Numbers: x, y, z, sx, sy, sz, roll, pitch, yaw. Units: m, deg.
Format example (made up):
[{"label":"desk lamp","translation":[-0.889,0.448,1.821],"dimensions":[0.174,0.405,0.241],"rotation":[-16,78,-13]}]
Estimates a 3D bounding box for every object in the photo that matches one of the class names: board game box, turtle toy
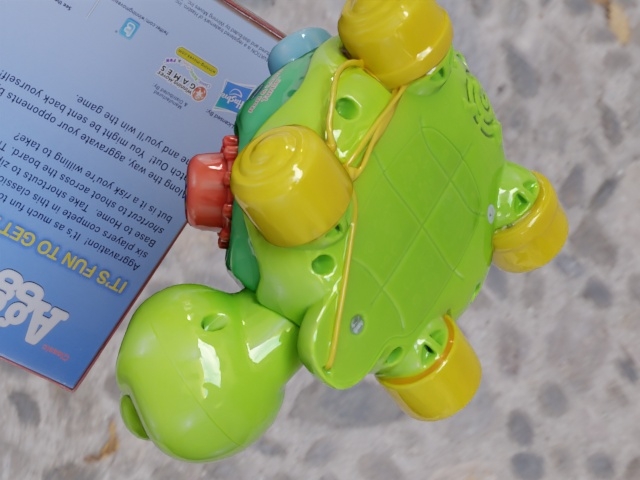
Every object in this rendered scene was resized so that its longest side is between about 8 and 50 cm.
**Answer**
[{"label":"board game box","translation":[-0.150,-0.068,0.487],"dimensions":[0.281,0.027,0.145],"rotation":[30,98,-34]},{"label":"turtle toy","translation":[0.000,0.000,0.405],"dimensions":[0.130,0.066,0.095],"rotation":[-55,130,-24]}]
